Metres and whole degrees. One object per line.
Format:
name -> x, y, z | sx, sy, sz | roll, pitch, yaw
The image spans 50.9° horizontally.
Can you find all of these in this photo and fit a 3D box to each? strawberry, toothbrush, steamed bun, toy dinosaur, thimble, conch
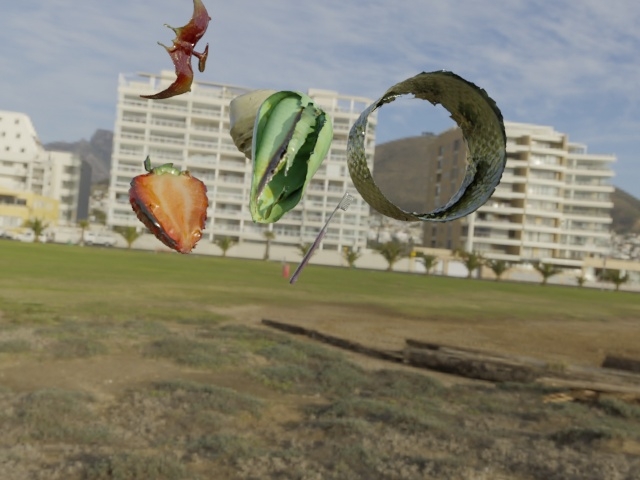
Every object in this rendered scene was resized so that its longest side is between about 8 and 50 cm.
strawberry -> -0.273, -0.059, 1.221 | 0.192, 0.140, 0.085 | 42, -37, 5
toothbrush -> 0.000, 0.000, 1.919 | 0.029, 0.354, 0.024 | 31, 30, -3
steamed bun -> -0.130, -0.329, 2.082 | 0.320, 0.275, 0.206 | 7, 18, -11
toy dinosaur -> -0.414, -0.575, 1.949 | 0.113, 0.327, 0.207 | 20, 29, 27
thimble -> 0.192, -0.164, 1.239 | 0.271, 0.270, 0.150 | 5, -2, -12
conch -> -0.049, -0.153, 1.129 | 0.144, 0.137, 0.250 | -7, 38, 8
